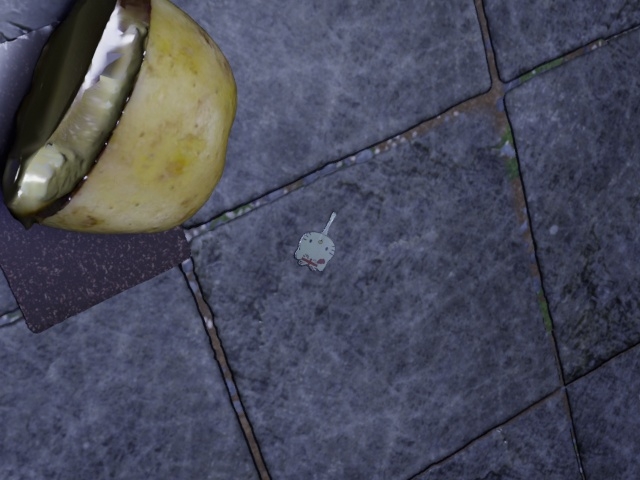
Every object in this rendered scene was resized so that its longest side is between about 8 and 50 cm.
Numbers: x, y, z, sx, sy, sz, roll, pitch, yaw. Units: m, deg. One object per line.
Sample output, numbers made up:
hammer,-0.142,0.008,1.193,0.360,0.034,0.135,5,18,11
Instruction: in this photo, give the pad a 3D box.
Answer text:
pad,-0.295,-0.077,1.282,0.220,0.004,0.330,-26,115,-20

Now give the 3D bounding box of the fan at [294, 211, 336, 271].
fan,0.000,0.000,1.465,0.056,0.004,0.083,25,92,-31

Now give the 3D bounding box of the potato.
potato,-0.197,-0.124,1.205,0.242,0.242,0.286,20,87,-31
